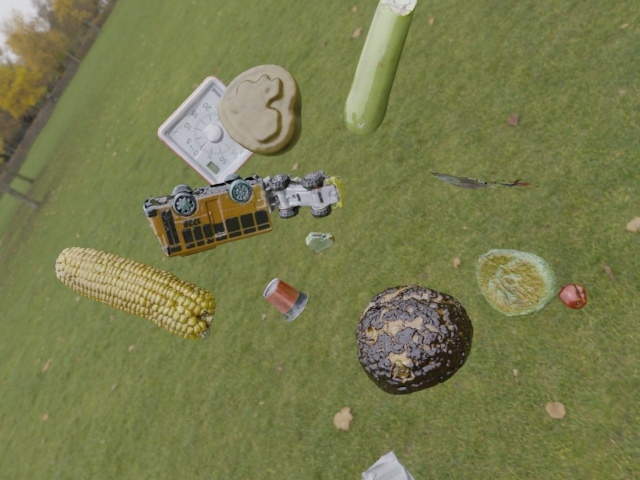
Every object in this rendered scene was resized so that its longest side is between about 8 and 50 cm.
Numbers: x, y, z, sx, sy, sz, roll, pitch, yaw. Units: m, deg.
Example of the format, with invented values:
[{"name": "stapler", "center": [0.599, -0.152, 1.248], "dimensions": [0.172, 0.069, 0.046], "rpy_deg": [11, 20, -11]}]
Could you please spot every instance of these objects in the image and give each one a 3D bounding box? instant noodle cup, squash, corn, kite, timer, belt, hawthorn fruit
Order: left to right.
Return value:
[{"name": "corn", "center": [-0.337, 0.088, 0.849], "dimensions": [0.102, 0.312, 0.102], "rpy_deg": [-158, 90, -88]}, {"name": "timer", "center": [-0.344, -0.333, 1.477], "dimensions": [0.250, 0.257, 0.161], "rpy_deg": [-53, 25, -14]}, {"name": "instant noodle cup", "center": [-0.134, 0.212, 1.727], "dimensions": [0.127, 0.135, 0.127], "rpy_deg": [-45, 19, 20]}, {"name": "squash", "center": [0.100, -0.304, 0.835], "dimensions": [0.083, 0.083, 0.250], "rpy_deg": [-109, 28, -49]}, {"name": "belt", "center": [0.249, 0.768, 1.287], "dimensions": [0.122, 0.217, 0.339], "rpy_deg": [-30, 68, -15]}, {"name": "kite", "center": [0.571, -0.206, 1.652], "dimensions": [0.360, 0.204, 0.022], "rpy_deg": [12, 87, 53]}, {"name": "hawthorn fruit", "center": [0.865, 0.193, 1.588], "dimensions": [0.093, 0.093, 0.093], "rpy_deg": [-31, 42, 33]}]

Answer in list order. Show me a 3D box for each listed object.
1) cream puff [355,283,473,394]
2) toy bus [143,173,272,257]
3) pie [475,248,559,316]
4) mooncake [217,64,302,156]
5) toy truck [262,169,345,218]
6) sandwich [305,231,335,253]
[{"name": "cream puff", "center": [0.176, 0.183, 0.923], "dimensions": [0.238, 0.165, 0.239], "rpy_deg": [-26, 13, 6]}, {"name": "toy bus", "center": [-0.192, -0.044, 0.810], "dimensions": [0.200, 0.114, 0.098], "rpy_deg": [-15, 21, -14]}, {"name": "pie", "center": [0.745, 0.156, 1.803], "dimensions": [0.323, 0.324, 0.070], "rpy_deg": [-11, 18, 47]}, {"name": "mooncake", "center": [-0.163, -0.346, 1.246], "dimensions": [0.235, 0.234, 0.117], "rpy_deg": [-52, -5, 8]}, {"name": "toy truck", "center": [-0.064, -0.142, 1.387], "dimensions": [0.285, 0.136, 0.111], "rpy_deg": [2, 37, 29]}, {"name": "sandwich", "center": [0.000, 0.000, 1.791], "dimensions": [0.104, 0.093, 0.036], "rpy_deg": [-24, 44, 15]}]
